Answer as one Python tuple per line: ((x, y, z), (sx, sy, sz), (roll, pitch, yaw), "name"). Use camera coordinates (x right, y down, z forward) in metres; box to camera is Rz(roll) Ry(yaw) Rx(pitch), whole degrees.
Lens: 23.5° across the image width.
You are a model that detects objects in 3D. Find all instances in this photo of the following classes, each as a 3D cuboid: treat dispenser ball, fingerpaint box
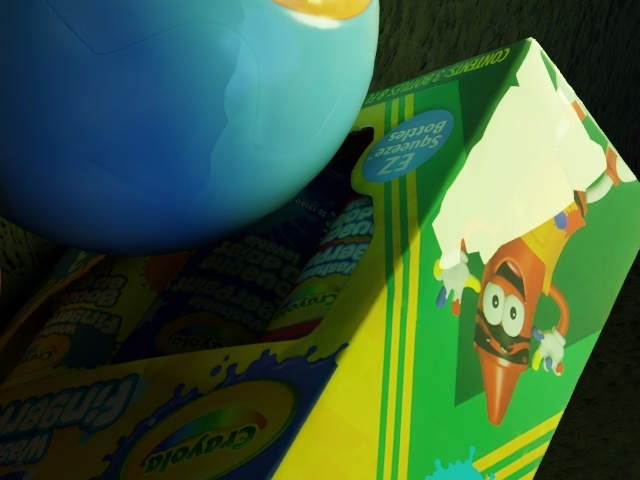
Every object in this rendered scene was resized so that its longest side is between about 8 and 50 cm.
((-0.109, -0.134, 0.910), (0.288, 0.288, 0.288), (-50, 149, -45), "treat dispenser ball")
((-0.057, 0.089, 1.003), (0.163, 0.444, 0.371), (50, 52, -23), "fingerpaint box")
